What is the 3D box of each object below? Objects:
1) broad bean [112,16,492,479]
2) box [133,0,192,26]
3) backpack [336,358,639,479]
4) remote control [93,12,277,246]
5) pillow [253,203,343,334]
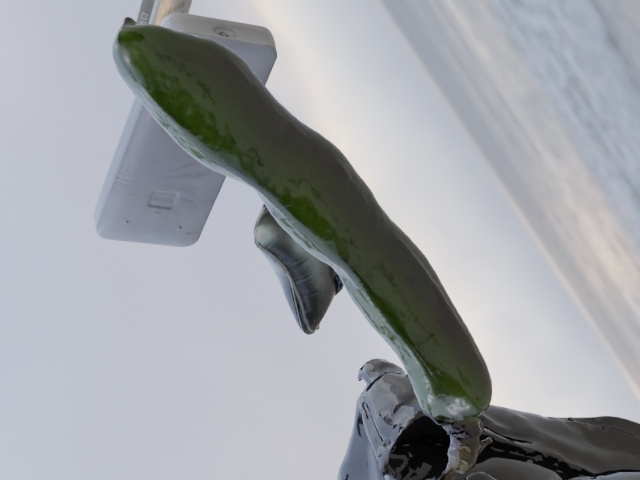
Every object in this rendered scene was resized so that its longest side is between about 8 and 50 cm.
[{"bbox_3d":[0.002,-0.002,0.605,0.227,0.039,0.069,51,-140,-15],"label":"broad bean"},{"bbox_3d":[-0.154,-0.307,1.699,0.029,0.198,0.109,24,-152,9],"label":"box"},{"bbox_3d":[0.169,0.247,0.911,0.446,0.255,0.363,42,176,-42],"label":"backpack"},{"bbox_3d":[-0.122,-0.090,1.378,0.103,0.250,0.034,6,-135,-22],"label":"remote control"},{"bbox_3d":[-0.020,0.010,1.408,0.055,0.091,0.135,20,149,49],"label":"pillow"}]
